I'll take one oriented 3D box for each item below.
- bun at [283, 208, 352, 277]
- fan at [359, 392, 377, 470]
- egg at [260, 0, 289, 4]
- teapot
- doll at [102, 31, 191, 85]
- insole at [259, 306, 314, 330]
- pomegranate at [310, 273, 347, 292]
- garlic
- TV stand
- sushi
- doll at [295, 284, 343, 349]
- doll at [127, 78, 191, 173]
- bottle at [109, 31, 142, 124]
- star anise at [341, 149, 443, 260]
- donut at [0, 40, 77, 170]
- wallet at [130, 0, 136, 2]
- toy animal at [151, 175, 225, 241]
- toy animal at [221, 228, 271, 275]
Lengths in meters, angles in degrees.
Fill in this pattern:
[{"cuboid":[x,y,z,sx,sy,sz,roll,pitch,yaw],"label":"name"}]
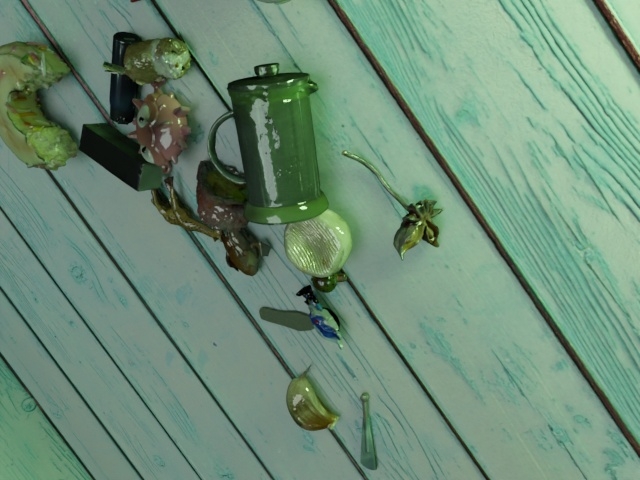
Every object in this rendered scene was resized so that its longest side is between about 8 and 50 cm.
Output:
[{"cuboid":[0.000,0.000,1.423,0.184,0.102,0.183,8,106,30],"label":"bun"},{"cuboid":[0.129,0.551,1.680,0.057,0.023,0.281,13,121,37],"label":"fan"},{"cuboid":[-0.102,-0.606,1.053,0.279,0.278,0.335,5,111,31],"label":"egg"},{"cuboid":[-0.125,-0.222,1.318,0.271,0.200,0.336,-1,112,14],"label":"teapot"},{"cuboid":[-0.426,-0.440,1.452,0.222,0.114,0.105,-12,147,16],"label":"doll"},{"cuboid":[-0.095,0.223,1.660,0.192,0.010,0.063,8,117,31],"label":"insole"},{"cuboid":[0.020,0.099,1.481,0.085,0.073,0.073,11,119,29],"label":"pomegranate"},{"cuboid":[-0.038,0.467,1.716,0.129,0.090,0.198,-23,94,23],"label":"garlic"},{"cuboid":[-0.565,-0.239,1.650,0.270,0.083,0.088,32,119,25],"label":"TV stand"},{"cuboid":[-0.261,-0.111,1.494,0.241,0.161,0.107,29,128,17],"label":"sushi"},{"cuboid":[0.007,0.207,1.552,0.195,0.070,0.096,56,160,-1],"label":"doll"},{"cuboid":[-0.419,-0.306,1.534,0.211,0.093,0.261,3,98,31],"label":"doll"},{"cuboid":[-0.524,-0.428,1.559,0.082,0.072,0.244,60,142,44],"label":"bottle"},{"cuboid":[0.148,-0.080,1.296,0.227,0.148,0.218,39,170,44],"label":"star anise"},{"cuboid":[-0.858,-0.406,1.736,0.308,0.150,0.370,22,124,23],"label":"donut"},{"cuboid":[-0.405,-0.644,1.402,0.197,0.020,0.103,0,113,33],"label":"wallet"},{"cuboid":[-0.385,-0.076,1.664,0.275,0.054,0.149,47,127,7],"label":"toy animal"},{"cuboid":[-0.228,0.016,1.598,0.179,0.089,0.188,-1,119,50],"label":"toy animal"}]
